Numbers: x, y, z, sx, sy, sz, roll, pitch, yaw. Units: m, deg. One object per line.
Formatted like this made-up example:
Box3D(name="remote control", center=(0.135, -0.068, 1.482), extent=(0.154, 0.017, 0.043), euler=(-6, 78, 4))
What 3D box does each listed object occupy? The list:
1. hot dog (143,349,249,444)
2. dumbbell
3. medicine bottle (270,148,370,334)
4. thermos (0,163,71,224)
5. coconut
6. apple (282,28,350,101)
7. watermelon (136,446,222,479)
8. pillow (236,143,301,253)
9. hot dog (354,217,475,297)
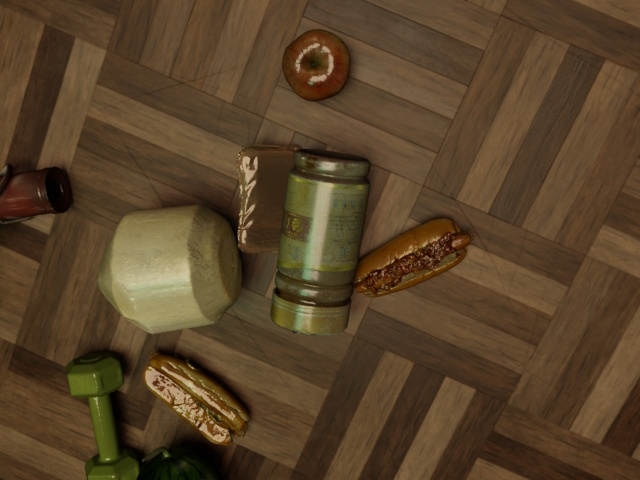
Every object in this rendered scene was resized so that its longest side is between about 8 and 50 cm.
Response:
Box3D(name="hot dog", center=(-0.258, 0.323, 1.358), extent=(0.269, 0.072, 0.109), euler=(42, 102, -4))
Box3D(name="dumbbell", center=(-0.457, 0.387, 1.378), extent=(0.108, 0.121, 0.302), euler=(1, 103, 36))
Box3D(name="medicine bottle", center=(0.000, 0.000, 1.213), extent=(0.151, 0.151, 0.322), euler=(10, 103, 5))
Box3D(name="thermos", center=(-0.628, -0.083, 1.311), extent=(0.232, 0.099, 0.124), euler=(-8, 136, 10))
Box3D(name="coconut", center=(-0.288, 0.054, 1.224), extent=(0.266, 0.237, 0.237), euler=(-4, 101, 4))
Box3D(name="apple", center=(-0.004, -0.313, 1.174), extent=(0.126, 0.102, 0.126), euler=(2, 99, 12))
Box3D(name="watermelon", center=(-0.295, 0.511, 1.343), extent=(0.188, 0.188, 0.214), euler=(-13, 98, 10))
Box3D(name="pillow", center=(-0.097, -0.078, 1.245), extent=(0.135, 0.034, 0.211), euler=(-4, 104, -28))
Box3D(name="hot dog", center=(0.173, 0.035, 1.237), extent=(0.249, 0.076, 0.102), euler=(-25, 94, 13))
